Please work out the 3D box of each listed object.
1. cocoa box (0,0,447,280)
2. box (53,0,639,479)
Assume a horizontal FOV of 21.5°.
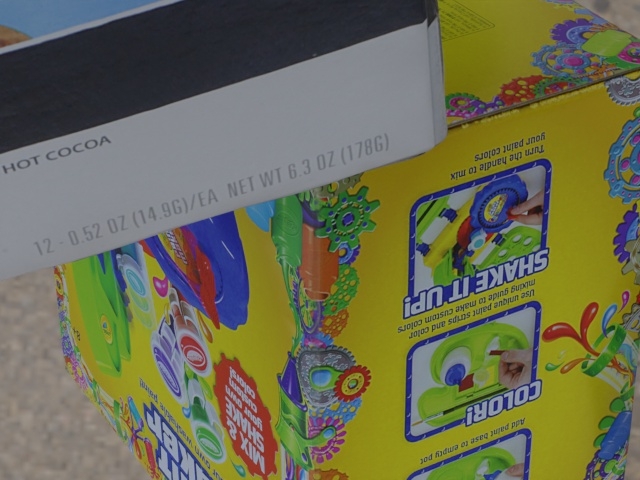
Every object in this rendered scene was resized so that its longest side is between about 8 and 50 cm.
[{"bbox_3d":[-0.125,-0.189,0.520,0.231,0.228,0.347,-16,53,-5],"label":"cocoa box"},{"bbox_3d":[0.000,0.000,0.819,0.290,0.177,0.279,41,141,47],"label":"box"}]
